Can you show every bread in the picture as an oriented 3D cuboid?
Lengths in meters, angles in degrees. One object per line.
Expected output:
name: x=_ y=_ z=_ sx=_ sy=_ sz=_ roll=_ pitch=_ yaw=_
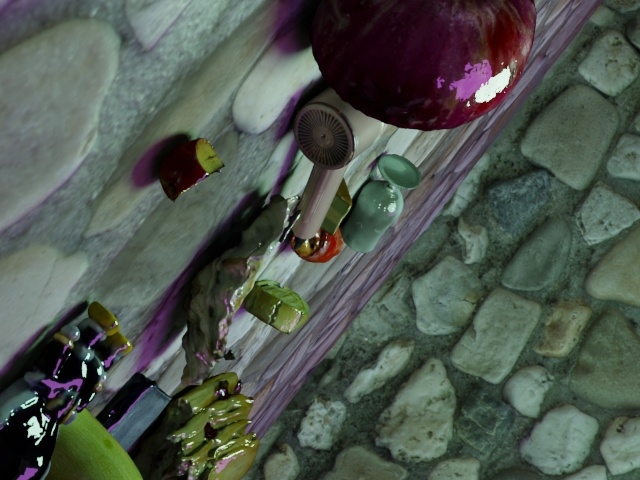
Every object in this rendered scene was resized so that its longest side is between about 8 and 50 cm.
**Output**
bread: x=0.028 y=-0.069 z=1.561 sx=0.074 sy=0.084 sz=0.139 roll=-58 pitch=168 yaw=19
bread: x=-0.279 y=0.464 z=1.702 sx=0.370 sy=0.191 sz=0.314 roll=-35 pitch=159 yaw=-52
bread: x=-0.081 y=0.127 z=1.632 sx=0.064 sy=0.117 sz=0.156 roll=-56 pitch=168 yaw=7

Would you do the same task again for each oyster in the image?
oyster: x=-0.145 y=0.071 z=1.323 sx=0.201 sy=0.107 sz=0.354 roll=-117 pitch=-129 yaw=-81

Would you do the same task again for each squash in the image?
squash: x=-0.319 y=0.342 z=1.214 sx=0.123 sy=0.186 sz=0.123 roll=-42 pitch=164 yaw=-15

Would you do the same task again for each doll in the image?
doll: x=-0.332 y=0.208 z=0.959 sx=0.316 sy=0.103 sz=0.145 roll=-52 pitch=175 yaw=-28

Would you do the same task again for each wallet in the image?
wallet: x=-0.326 y=0.305 z=1.433 sx=0.167 sy=0.036 sz=0.222 roll=-50 pitch=170 yaw=-13

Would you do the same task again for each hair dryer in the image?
hair dryer: x=0.015 y=-0.111 z=1.330 sx=0.189 sy=0.107 sz=0.344 roll=-44 pitch=165 yaw=-44

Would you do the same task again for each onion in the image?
onion: x=0.123 y=-0.242 z=1.047 sx=0.272 sy=0.256 sz=0.230 roll=82 pitch=31 yaw=-53

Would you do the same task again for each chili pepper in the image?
chili pepper: x=0.000 y=0.000 z=1.668 sx=0.086 sy=0.084 sz=0.192 roll=-21 pitch=170 yaw=11

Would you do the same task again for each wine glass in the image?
wine glass: x=0.125 y=-0.076 z=1.874 sx=0.103 sy=0.103 sz=0.231 roll=-41 pitch=168 yaw=-44

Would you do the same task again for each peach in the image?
peach: x=-0.141 y=-0.084 z=0.947 sx=0.083 sy=0.050 sz=0.077 roll=-34 pitch=-176 yaw=-31
